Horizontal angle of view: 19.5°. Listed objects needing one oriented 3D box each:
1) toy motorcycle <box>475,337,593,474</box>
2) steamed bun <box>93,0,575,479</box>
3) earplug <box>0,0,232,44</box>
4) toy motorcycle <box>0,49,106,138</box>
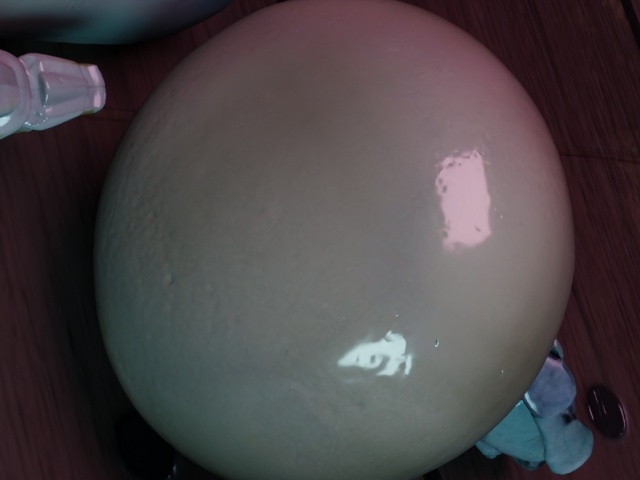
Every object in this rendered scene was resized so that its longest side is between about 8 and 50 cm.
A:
[{"bbox_3d":[0.105,0.062,1.359,0.154,0.206,0.260,-35,93,-13],"label":"toy motorcycle"},{"bbox_3d":[0.000,0.000,1.178,0.206,0.324,0.324,35,40,-59],"label":"steamed bun"},{"bbox_3d":[-0.168,-0.212,1.268,0.324,0.185,0.185,-2,67,-50],"label":"earplug"},{"bbox_3d":[-0.237,-0.085,1.122,0.229,0.151,0.074,-5,85,-38],"label":"toy motorcycle"}]
